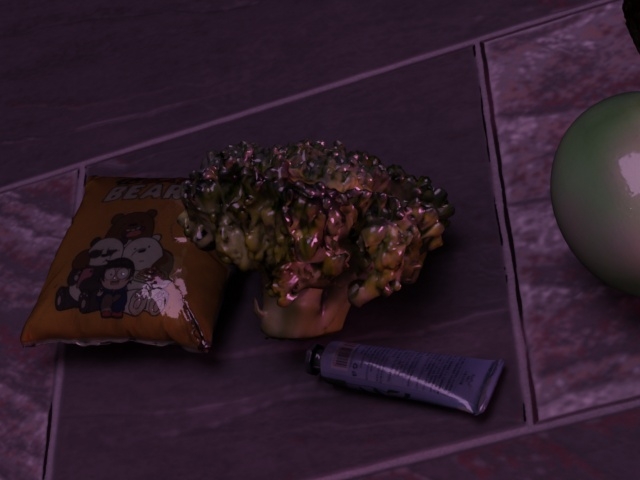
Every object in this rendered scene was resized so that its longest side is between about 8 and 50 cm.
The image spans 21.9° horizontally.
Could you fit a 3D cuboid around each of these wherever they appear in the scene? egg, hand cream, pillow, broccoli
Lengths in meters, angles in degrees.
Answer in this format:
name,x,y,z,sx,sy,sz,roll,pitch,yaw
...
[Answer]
name,x,y,z,sx,sy,sz,roll,pitch,yaw
egg,0.386,-0.055,1.974,0.220,0.220,0.270,-18,42,13
hand cream,0.098,0.163,2.047,0.256,0.055,0.088,5,45,29
pillow,-0.244,0.026,2.312,0.310,0.119,0.312,-1,49,27
broccoli,-0.002,-0.025,2.126,0.324,0.334,0.272,-29,78,25

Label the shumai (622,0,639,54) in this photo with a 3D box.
name,x,y,z,sx,sy,sz,roll,pitch,yaw
shumai,0.611,-0.291,2.006,0.348,0.395,0.395,-35,41,-22
